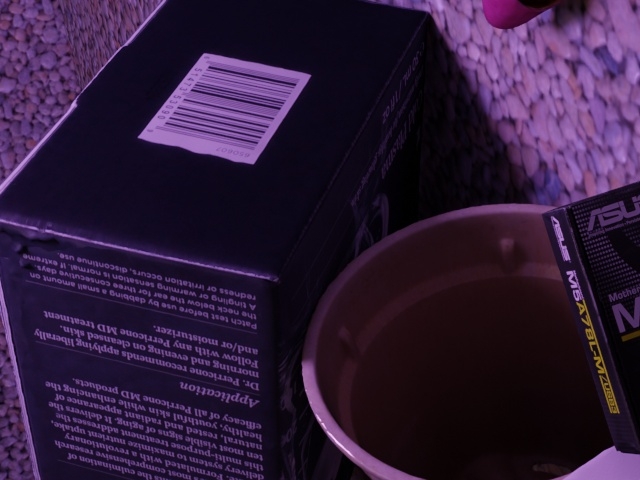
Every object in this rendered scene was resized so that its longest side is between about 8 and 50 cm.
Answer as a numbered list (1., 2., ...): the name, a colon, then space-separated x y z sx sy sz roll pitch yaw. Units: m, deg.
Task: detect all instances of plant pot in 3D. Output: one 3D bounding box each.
1. plant pot: 0.174 0.189 1.258 0.334 0.333 0.305 51 161 45

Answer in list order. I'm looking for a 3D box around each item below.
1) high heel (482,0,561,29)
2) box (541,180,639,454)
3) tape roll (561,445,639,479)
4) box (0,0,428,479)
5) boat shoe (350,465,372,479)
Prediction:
1. high heel: 0.209 -0.211 1.122 0.244 0.082 0.117 -44 54 54
2. box: 0.274 0.038 0.995 0.045 0.190 0.184 168 86 -72
3. tape roll: 0.258 0.262 1.083 0.286 0.286 0.100 96 150 -47
4. box: -0.090 0.045 1.467 0.297 0.480 0.472 13 131 14
5. boat shoe: 0.097 0.420 1.888 0.104 0.089 0.285 -9 122 35
